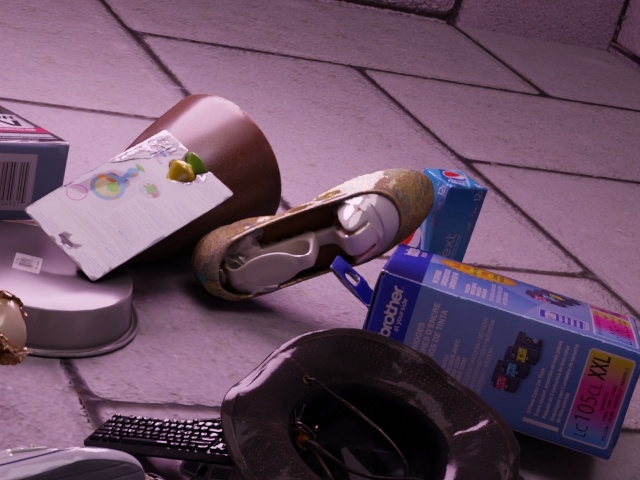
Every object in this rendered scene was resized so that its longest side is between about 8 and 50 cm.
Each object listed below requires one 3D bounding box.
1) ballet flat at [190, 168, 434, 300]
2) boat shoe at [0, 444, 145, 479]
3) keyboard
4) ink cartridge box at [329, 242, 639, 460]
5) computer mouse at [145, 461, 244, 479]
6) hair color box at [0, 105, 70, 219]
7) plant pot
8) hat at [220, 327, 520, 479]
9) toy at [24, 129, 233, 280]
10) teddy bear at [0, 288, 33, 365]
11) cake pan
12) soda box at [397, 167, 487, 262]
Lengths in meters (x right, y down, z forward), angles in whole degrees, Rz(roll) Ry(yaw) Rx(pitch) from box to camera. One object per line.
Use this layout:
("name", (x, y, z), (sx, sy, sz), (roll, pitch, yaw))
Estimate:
("ballet flat", (0.000, 0.000, 2.330), (0.349, 0.123, 0.123), (-17, 28, -7))
("boat shoe", (-0.283, 0.228, 1.705), (0.226, 0.083, 0.076), (0, 27, -36))
("keyboard", (-0.152, 0.207, 1.874), (0.180, 0.023, 0.108), (4, 15, 23))
("ink cartridge box", (0.193, 0.124, 2.206), (0.396, 0.151, 0.270), (16, 9, 4))
("computer mouse", (-0.109, 0.248, 1.851), (0.106, 0.042, 0.193), (11, 18, 26))
("hair color box", (-0.518, -0.134, 2.365), (0.185, 0.113, 0.374), (-1, 18, -40))
("plant pot", (-0.207, -0.060, 2.390), (0.215, 0.215, 0.230), (27, 39, 26))
("hat", (0.041, 0.245, 1.832), (0.331, 0.134, 0.331), (12, 35, -9))
("toy", (-0.245, -0.037, 2.239), (0.237, 0.056, 0.137), (-35, 67, -30))
("teddy bear", (-0.454, 0.059, 1.901), (0.338, 0.113, 0.245), (22, -10, 28))
("cake pan", (-0.361, 0.052, 2.152), (0.293, 0.054, 0.293), (14, 20, -5))
("soda box", (0.157, 0.007, 2.446), (0.071, 0.210, 0.067), (2, 24, -37))
